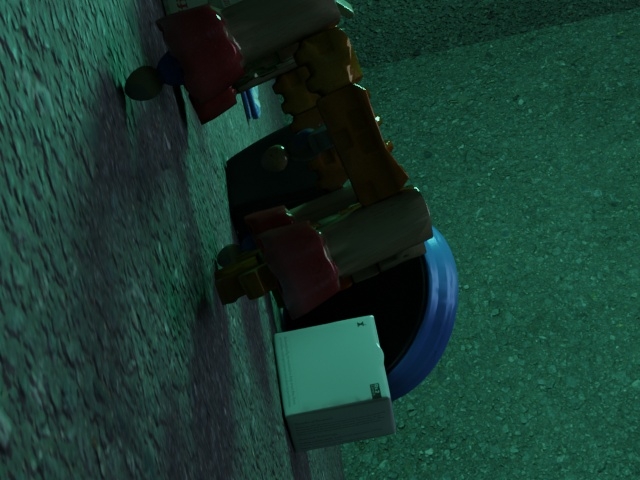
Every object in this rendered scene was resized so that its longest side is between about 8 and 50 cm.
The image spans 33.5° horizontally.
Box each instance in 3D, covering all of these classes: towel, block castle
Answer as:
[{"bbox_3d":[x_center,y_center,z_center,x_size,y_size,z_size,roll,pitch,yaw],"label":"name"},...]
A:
[{"bbox_3d":[-0.176,-0.413,2.458,0.285,0.034,0.209,-98,175,-65],"label":"towel"},{"bbox_3d":[-0.058,-0.089,1.138,0.453,0.212,0.303,-146,-148,-83],"label":"block castle"}]

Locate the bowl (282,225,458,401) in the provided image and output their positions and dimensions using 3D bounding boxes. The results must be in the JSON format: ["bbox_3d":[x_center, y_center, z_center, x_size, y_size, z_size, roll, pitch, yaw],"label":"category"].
[{"bbox_3d":[0.082,0.118,2.033,0.077,0.391,0.391,21,49,-46],"label":"bowl"}]

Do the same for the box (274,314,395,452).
[{"bbox_3d":[0.024,0.245,1.828,0.119,0.181,0.181,79,1,-47],"label":"box"}]

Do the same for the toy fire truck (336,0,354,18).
[{"bbox_3d":[-0.076,-0.347,1.569,0.158,0.246,0.217,75,3,-47],"label":"toy fire truck"}]

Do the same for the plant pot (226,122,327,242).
[{"bbox_3d":[-0.053,-0.062,1.684,0.188,0.166,0.187,-99,177,-45],"label":"plant pot"}]

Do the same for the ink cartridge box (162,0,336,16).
[{"bbox_3d":[-0.099,-0.355,1.351,0.092,0.217,0.159,-82,161,-68],"label":"ink cartridge box"}]
